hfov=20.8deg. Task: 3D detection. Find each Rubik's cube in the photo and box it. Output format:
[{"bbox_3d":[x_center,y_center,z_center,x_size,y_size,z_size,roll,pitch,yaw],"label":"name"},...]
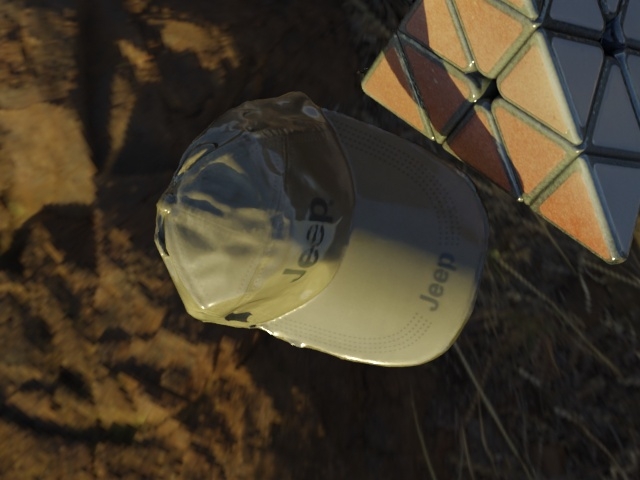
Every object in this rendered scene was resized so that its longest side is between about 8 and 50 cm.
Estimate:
[{"bbox_3d":[0.179,-0.153,1.427,0.233,0.229,0.228,23,108,-8],"label":"Rubik's cube"}]

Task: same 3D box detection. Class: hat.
[{"bbox_3d":[0.000,0.000,1.420,0.244,0.149,0.214,18,103,25],"label":"hat"}]
